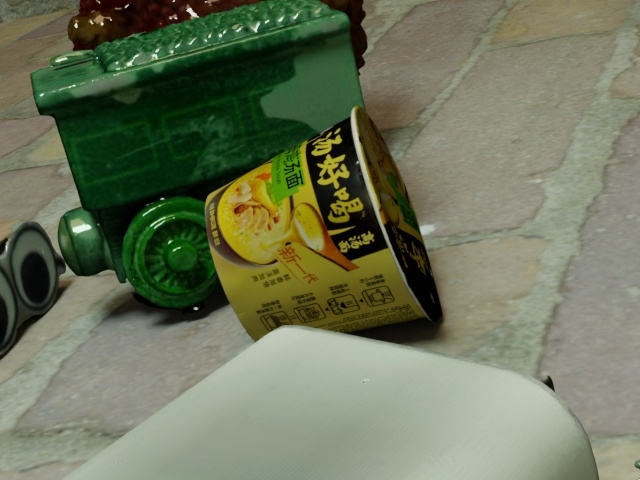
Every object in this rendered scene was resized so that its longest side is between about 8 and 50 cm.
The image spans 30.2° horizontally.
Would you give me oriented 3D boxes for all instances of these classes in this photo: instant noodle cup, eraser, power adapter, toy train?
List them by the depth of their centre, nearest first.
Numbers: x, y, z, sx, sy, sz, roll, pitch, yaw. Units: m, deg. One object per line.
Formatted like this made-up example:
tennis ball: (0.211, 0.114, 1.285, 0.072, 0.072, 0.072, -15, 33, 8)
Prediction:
power adapter: (0.007, 0.124, 0.494, 0.187, 0.124, 0.255, 8, 29, 41)
instant noodle cup: (0.000, 0.000, 0.790, 0.122, 0.151, 0.151, -20, 20, 9)
toy train: (-0.080, -0.065, 0.911, 0.266, 0.202, 0.145, -17, 19, -10)
eraser: (-0.375, 0.051, 0.975, 0.290, 0.087, 0.171, -6, 20, 18)

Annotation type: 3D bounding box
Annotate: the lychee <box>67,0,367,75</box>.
lychee: (-0.093, -0.173, 1.106, 0.304, 0.276, 0.275, 1, 7, -41)

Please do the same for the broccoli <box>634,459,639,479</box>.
broccoli: (0.225, 0.100, 0.473, 0.204, 0.122, 0.118, -1, 36, -5)
